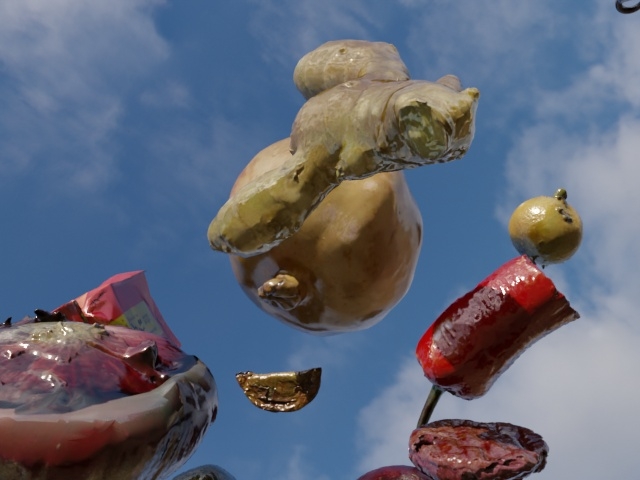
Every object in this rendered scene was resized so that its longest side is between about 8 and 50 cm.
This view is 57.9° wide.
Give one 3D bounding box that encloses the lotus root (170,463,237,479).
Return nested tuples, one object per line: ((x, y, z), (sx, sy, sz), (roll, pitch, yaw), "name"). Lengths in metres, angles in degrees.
((-0.229, 0.524, 1.125), (0.173, 0.173, 0.309), (-23, -33, -13), "lotus root")

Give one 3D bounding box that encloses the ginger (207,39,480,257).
((0.055, -0.145, 0.666), (0.122, 0.348, 0.363), (53, -131, -27), "ginger")

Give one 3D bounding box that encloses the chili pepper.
((0.221, 0.171, 0.892), (0.338, 0.134, 0.131), (-45, -33, 13), "chili pepper")

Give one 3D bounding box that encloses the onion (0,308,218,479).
((-0.241, 0.181, 0.564), (0.272, 0.272, 0.195), (10, -81, -20), "onion")

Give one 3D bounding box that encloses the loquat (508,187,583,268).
((0.543, -0.031, 1.392), (0.149, 0.172, 0.204), (19, -83, -42), "loquat")

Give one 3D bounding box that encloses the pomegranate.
((0.000, 0.000, 1.115), (0.411, 0.411, 0.411), (-3, -79, -18), "pomegranate")

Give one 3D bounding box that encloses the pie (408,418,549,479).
((0.171, 0.231, 0.635), (0.153, 0.153, 0.038), (0, -90, -18), "pie")

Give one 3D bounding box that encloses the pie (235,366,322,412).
((-0.086, 0.315, 1.210), (0.191, 0.033, 0.088), (-6, -108, 13), "pie")

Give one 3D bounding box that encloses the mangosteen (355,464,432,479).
((0.124, 0.456, 0.808), (0.235, 0.261, 0.235), (-11, -53, -15), "mangosteen")

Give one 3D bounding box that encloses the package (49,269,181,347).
((-0.355, 0.168, 1.011), (0.123, 0.423, 0.196), (-27, -84, -3), "package")

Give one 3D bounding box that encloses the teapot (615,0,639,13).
((0.302, -0.267, 0.574), (0.100, 0.045, 0.068), (54, -141, -46), "teapot")
